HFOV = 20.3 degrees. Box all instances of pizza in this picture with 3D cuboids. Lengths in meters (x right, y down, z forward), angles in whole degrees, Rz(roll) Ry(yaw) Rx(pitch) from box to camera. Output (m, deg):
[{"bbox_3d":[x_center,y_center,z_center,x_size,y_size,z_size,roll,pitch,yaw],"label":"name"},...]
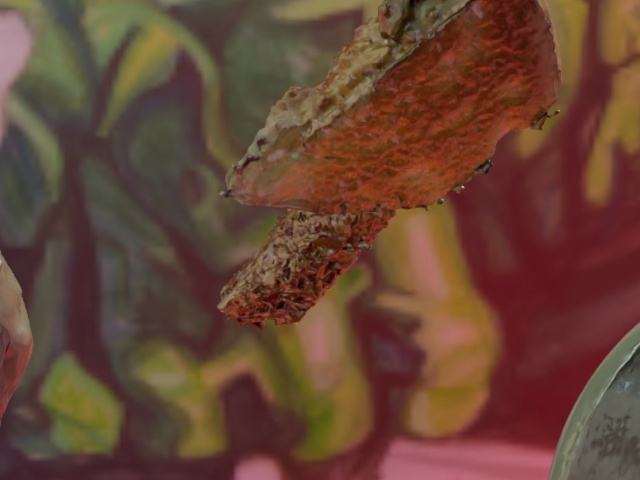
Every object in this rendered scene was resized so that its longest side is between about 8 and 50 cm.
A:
[{"bbox_3d":[0.051,-0.088,1.096,0.226,0.147,0.069,-42,-135,13],"label":"pizza"}]

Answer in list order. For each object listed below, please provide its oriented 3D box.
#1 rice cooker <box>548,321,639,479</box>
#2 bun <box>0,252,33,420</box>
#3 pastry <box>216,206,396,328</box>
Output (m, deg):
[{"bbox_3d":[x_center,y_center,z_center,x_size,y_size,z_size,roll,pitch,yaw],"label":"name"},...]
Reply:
[{"bbox_3d":[0.290,0.171,0.950,0.277,0.288,0.288,24,-65,55],"label":"rice cooker"},{"bbox_3d":[-0.349,0.094,1.468,0.168,0.273,0.273,11,-75,37],"label":"bun"},{"bbox_3d":[0.001,0.000,1.252,0.169,0.063,0.087,-51,-169,-6],"label":"pastry"}]
